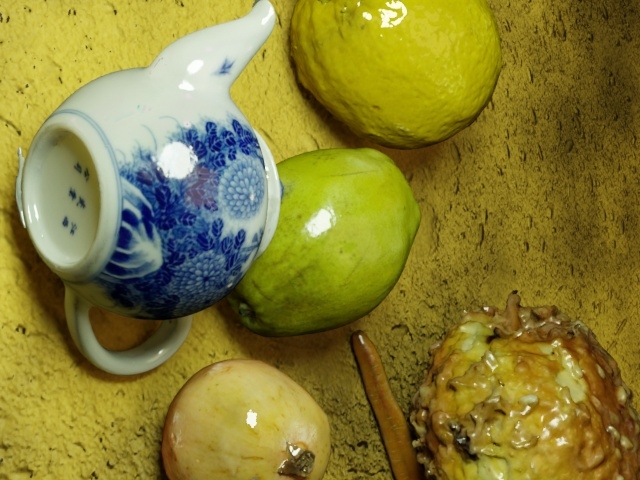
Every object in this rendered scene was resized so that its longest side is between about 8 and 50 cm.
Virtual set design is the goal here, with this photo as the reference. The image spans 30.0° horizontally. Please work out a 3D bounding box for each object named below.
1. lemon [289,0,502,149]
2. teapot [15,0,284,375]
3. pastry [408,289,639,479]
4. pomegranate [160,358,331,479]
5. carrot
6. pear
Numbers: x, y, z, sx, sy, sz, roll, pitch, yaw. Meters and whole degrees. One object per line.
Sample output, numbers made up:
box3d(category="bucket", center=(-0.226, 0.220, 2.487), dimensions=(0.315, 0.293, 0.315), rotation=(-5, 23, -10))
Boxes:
box3d(category="lemon", center=(0.093, -0.250, 1.506), dimensions=(0.320, 0.245, 0.245), rotation=(39, 58, -29))
box3d(category="teapot", center=(-0.145, -0.046, 1.210), dimensions=(0.280, 0.252, 0.424), rotation=(-4, 121, -45))
box3d(category="pastry", center=(0.284, 0.256, 1.608), dimensions=(0.405, 0.292, 0.337), rotation=(42, 37, -35))
box3d(category="pomegranate", center=(-0.082, 0.221, 1.295), dimensions=(0.191, 0.191, 0.191), rotation=(8, 78, -46))
box3d(category="carrot", center=(0.090, 0.231, 1.586), dimensions=(0.043, 0.043, 0.247), rotation=(-32, 106, -45))
box3d(category="pear", center=(0.000, 0.000, 1.396), dimensions=(0.269, 0.212, 0.212), rotation=(-38, 113, -25))
